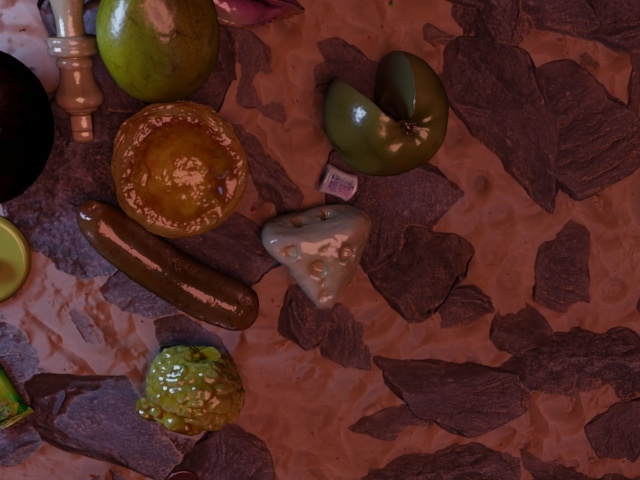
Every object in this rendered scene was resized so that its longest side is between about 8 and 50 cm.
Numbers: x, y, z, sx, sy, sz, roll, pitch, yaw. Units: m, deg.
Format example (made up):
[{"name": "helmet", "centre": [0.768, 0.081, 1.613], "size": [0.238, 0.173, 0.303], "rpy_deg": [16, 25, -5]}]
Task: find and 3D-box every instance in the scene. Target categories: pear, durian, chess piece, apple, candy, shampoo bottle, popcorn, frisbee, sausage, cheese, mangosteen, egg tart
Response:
[{"name": "pear", "centre": [-0.320, -0.419, 1.440], "size": [0.252, 0.253, 0.307], "rpy_deg": [1, 139, -18]}, {"name": "durian", "centre": [-0.191, -0.537, 1.532], "size": [0.186, 0.154, 0.260], "rpy_deg": [-39, 120, 22]}, {"name": "chess piece", "centre": [-0.505, -0.396, 1.490], "size": [0.117, 0.117, 0.398], "rpy_deg": [-8, 113, -15]}, {"name": "apple", "centre": [0.153, -0.286, 1.661], "size": [0.291, 0.254, 0.292], "rpy_deg": [-8, 116, -16]}, {"name": "candy", "centre": [-0.765, 0.362, 1.712], "size": [0.102, 0.032, 0.178], "rpy_deg": [-24, 114, -9]}, {"name": "shampoo bottle", "centre": [0.047, -0.140, 1.792], "size": [0.099, 0.043, 0.072], "rpy_deg": [19, 102, -24]}, {"name": "popcorn", "centre": [-0.320, 0.371, 1.775], "size": [0.251, 0.206, 0.237], "rpy_deg": [-30, 130, 7]}, {"name": "frisbee", "centre": [-0.766, 0.043, 1.608], "size": [0.235, 0.017, 0.236], "rpy_deg": [-6, 110, -16]}, {"name": "sausage", "centre": [-0.352, 0.071, 1.690], "size": [0.500, 0.123, 0.136], "rpy_deg": [35, 126, -24]}, {"name": "cheese", "centre": [0.001, 0.000, 1.761], "size": [0.251, 0.174, 0.248], "rpy_deg": [42, 94, -20]}, {"name": "mangosteen", "centre": [-0.673, -0.213, 1.386], "size": [0.329, 0.330, 0.330], "rpy_deg": [-6, 110, -16]}, {"name": "egg tart", "centre": [-0.317, -0.164, 1.617], "size": [0.318, 0.128, 0.319], "rpy_deg": [-8, 114, -18]}]

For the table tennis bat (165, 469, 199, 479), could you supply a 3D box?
[{"name": "table tennis bat", "centre": [-0.378, 0.689, 1.962], "size": [0.098, 0.019, 0.155], "rpy_deg": [3, 105, -19]}]
